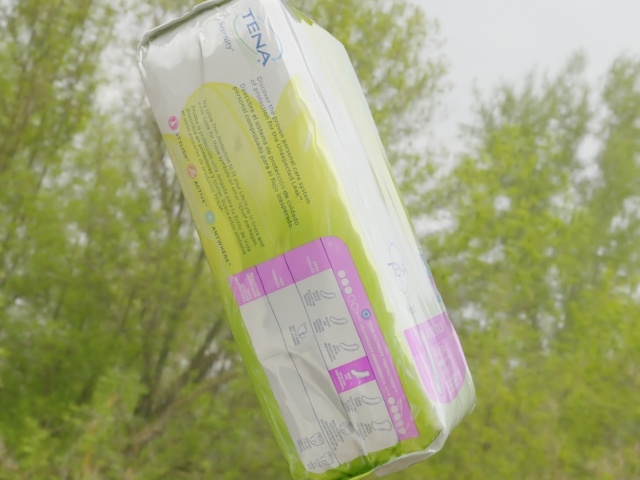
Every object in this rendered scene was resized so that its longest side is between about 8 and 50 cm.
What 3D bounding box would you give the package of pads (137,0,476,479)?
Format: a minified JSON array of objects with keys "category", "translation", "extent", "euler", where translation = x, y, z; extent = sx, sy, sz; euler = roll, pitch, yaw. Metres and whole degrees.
[{"category":"package of pads","translation":[0.000,0.000,0.809],"extent":[0.101,0.296,0.229],"euler":[-22,-5,12]}]
